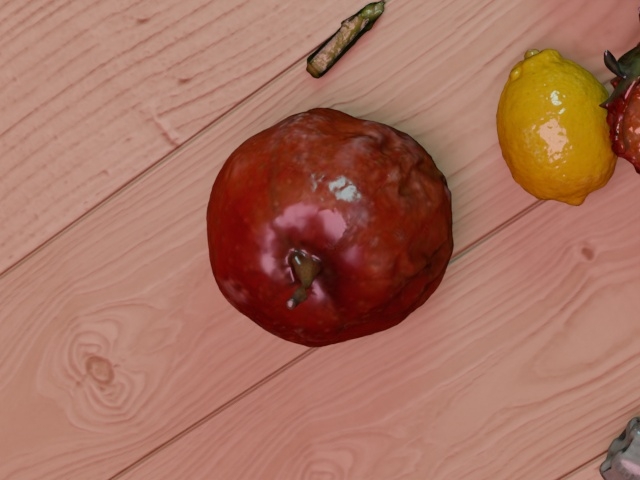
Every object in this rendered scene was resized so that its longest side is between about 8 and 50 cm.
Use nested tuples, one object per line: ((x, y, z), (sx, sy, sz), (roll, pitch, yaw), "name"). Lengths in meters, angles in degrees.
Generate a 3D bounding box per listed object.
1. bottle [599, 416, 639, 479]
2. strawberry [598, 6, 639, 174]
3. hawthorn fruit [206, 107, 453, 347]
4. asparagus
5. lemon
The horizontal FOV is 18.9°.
((0.400, 0.276, 1.887), (0.270, 0.083, 0.083), (36, 110, -1), "bottle")
((0.368, -0.113, 1.781), (0.188, 0.106, 0.286), (-39, 105, 9), "strawberry")
((0.000, 0.000, 1.827), (0.242, 0.271, 0.241), (6, 111, 15), "hawthorn fruit")
((0.023, -0.200, 1.902), (0.108, 0.021, 0.025), (-43, 89, 21), "asparagus")
((0.223, -0.107, 1.823), (0.114, 0.114, 0.155), (-13, 93, 18), "lemon")
